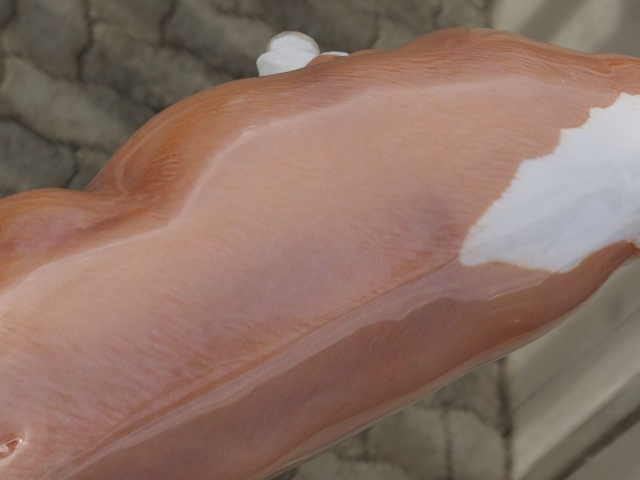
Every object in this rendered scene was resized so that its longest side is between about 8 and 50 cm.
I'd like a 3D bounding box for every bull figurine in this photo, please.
[{"bbox_3d":[0.000,0.000,0.502,0.310,0.188,0.101,-18,105,-33],"label":"bull figurine"}]
